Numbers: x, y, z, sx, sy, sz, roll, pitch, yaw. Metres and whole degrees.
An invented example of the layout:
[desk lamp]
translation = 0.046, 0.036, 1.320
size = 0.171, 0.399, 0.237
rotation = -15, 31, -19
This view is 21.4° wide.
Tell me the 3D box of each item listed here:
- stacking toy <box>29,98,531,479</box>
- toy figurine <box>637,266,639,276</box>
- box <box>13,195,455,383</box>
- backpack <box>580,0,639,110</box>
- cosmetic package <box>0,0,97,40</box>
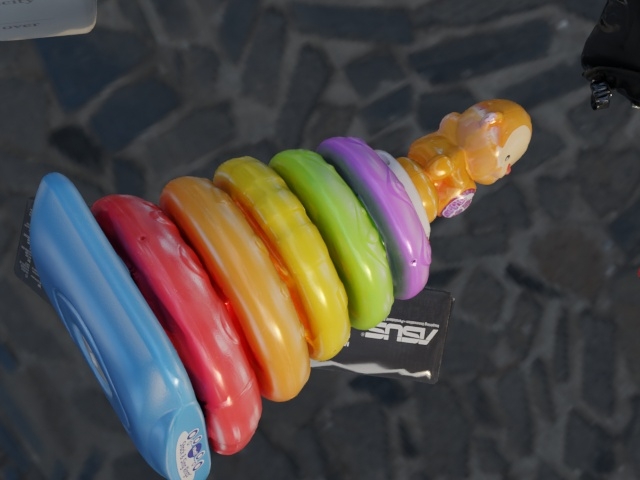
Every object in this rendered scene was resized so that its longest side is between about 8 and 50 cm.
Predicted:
[stacking toy]
translation = 0.000, 0.000, 0.990
size = 0.166, 0.301, 0.175
rotation = 55, 164, 24
[toy figurine]
translation = 0.308, -0.054, 0.740
size = 0.217, 0.362, 0.191
rotation = 22, 105, 24
[box]
translation = -0.097, 0.041, 1.610
size = 0.395, 0.318, 0.097
rotation = -161, 82, -68
[backpack]
translation = 0.307, -0.144, 1.307
size = 0.182, 0.115, 0.152
rotation = 38, 136, 24
[cosmetic package]
translation = -0.309, -0.314, 1.013
size = 0.394, 0.329, 0.328
rotation = 133, 132, -80
